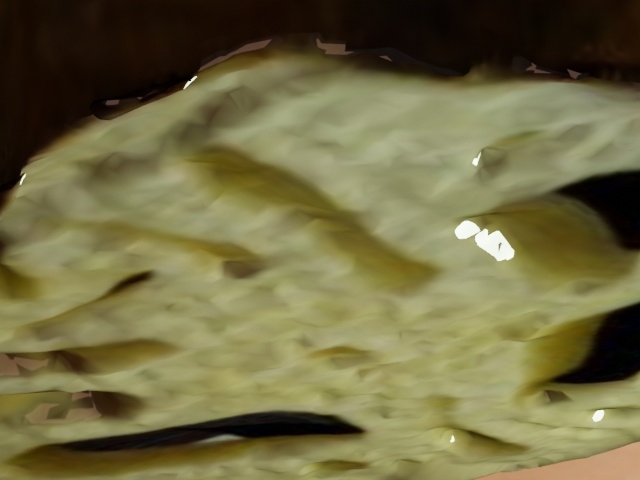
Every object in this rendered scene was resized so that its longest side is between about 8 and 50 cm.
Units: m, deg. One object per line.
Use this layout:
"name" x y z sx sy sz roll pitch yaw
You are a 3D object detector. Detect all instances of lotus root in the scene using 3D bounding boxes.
"lotus root" 0.000 0.000 0.568 0.390 0.111 0.375 -16 152 22
